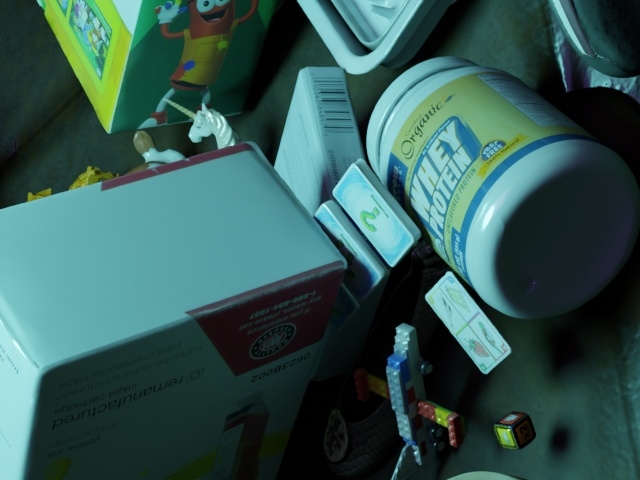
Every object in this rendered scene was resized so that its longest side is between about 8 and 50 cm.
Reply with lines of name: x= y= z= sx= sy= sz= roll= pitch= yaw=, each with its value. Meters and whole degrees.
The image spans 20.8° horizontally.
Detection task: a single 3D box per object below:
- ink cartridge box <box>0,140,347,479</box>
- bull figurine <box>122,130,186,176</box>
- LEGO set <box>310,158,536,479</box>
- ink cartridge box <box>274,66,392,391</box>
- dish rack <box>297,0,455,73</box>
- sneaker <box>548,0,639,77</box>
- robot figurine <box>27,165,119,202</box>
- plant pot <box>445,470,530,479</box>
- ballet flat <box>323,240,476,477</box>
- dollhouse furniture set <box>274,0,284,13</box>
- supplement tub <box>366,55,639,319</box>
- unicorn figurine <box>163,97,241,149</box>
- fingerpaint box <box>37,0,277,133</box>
ink cartridge box: x=-0.166 y=0.135 z=1.438 sx=0.160 sy=0.279 sz=0.385 roll=51 pitch=143 yaw=29
bull figurine: x=-0.203 y=0.022 z=1.725 sx=0.188 sy=0.101 sz=0.310 roll=-36 pitch=30 yaw=14
LEGO set: x=0.059 y=0.080 z=1.349 sx=0.244 sy=0.060 sz=0.182 roll=52 pitch=148 yaw=9
ink cartridge box: x=0.000 y=0.000 z=1.551 sx=0.224 sy=0.045 sz=0.223 roll=110 pitch=153 yaw=-52
dish rack: x=0.069 y=-0.328 z=1.580 sx=0.285 sy=0.072 sz=0.333 roll=-55 pitch=40 yaw=24
sneaker: x=0.238 y=-0.260 z=1.243 sx=0.162 sy=0.106 sz=0.281 roll=0 pitch=99 yaw=57
robot figurine: x=-0.277 y=0.076 z=1.893 sx=0.211 sy=0.085 sz=0.291 roll=-17 pitch=64 yaw=50
plant pot: x=0.140 y=0.288 z=1.229 sx=0.237 sy=0.109 sz=0.237 roll=-24 pitch=59 yaw=47
ballet flat: x=0.059 y=0.090 z=1.453 sx=0.250 sy=0.058 sz=0.084 roll=-60 pitch=38 yaw=20
dollhouse furniture set: x=-0.077 y=-0.278 z=1.802 sx=0.076 sy=0.058 sz=0.152 roll=-37 pitch=69 yaw=32
supplement tub: x=0.134 y=-0.046 z=1.327 sx=0.200 sy=0.144 sz=0.144 roll=47 pitch=115 yaw=50
unicorn figurine: x=-0.090 y=-0.055 z=1.681 sx=0.162 sy=0.060 sz=0.111 roll=53 pitch=151 yaw=28
fingerpaint box: x=-0.186 y=-0.395 z=1.701 sx=0.445 sy=0.163 sz=0.371 roll=58 pitch=145 yaw=33
